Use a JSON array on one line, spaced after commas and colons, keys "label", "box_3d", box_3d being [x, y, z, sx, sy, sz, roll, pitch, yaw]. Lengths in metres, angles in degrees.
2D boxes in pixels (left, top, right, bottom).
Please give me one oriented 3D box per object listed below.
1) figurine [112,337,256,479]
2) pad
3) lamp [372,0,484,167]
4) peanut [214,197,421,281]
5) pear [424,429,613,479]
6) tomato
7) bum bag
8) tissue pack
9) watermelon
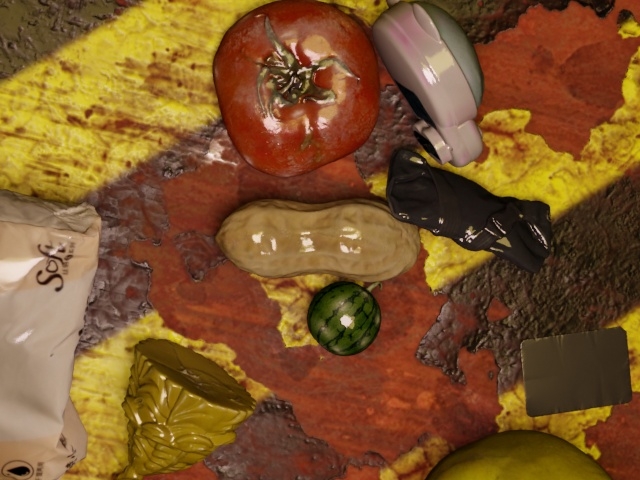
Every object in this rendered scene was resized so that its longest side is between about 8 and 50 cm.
[{"label": "figurine", "box_3d": [-0.225, 0.306, 1.675, 0.187, 0.168, 0.315, 32, 100, 32]}, {"label": "pad", "box_3d": [0.359, 0.184, 1.834, 0.157, 0.003, 0.112, -7, 96, -8]}, {"label": "lamp", "box_3d": [0.154, -0.209, 1.688, 0.108, 0.179, 0.246, -26, 117, -3]}, {"label": "peanut", "box_3d": [0.000, 0.000, 1.698, 0.275, 0.125, 0.111, -1, 86, -11]}, {"label": "pear", "box_3d": [0.257, 0.379, 1.697, 0.294, 0.294, 0.294, -1, 94, -9]}, {"label": "tomato", "box_3d": [-0.028, -0.196, 1.696, 0.237, 0.095, 0.236, -1, 94, -8]}, {"label": "bum bag", "box_3d": [0.200, -0.040, 1.739, 0.248, 0.060, 0.123, 15, 48, -12]}, {"label": "tissue pack", "box_3d": [-0.464, 0.104, 1.608, 0.390, 0.195, 0.375, 8, 106, -10]}, {"label": "watermelon", "box_3d": [0.034, 0.099, 1.726, 0.109, 0.109, 0.109, -1, 94, -9]}]
